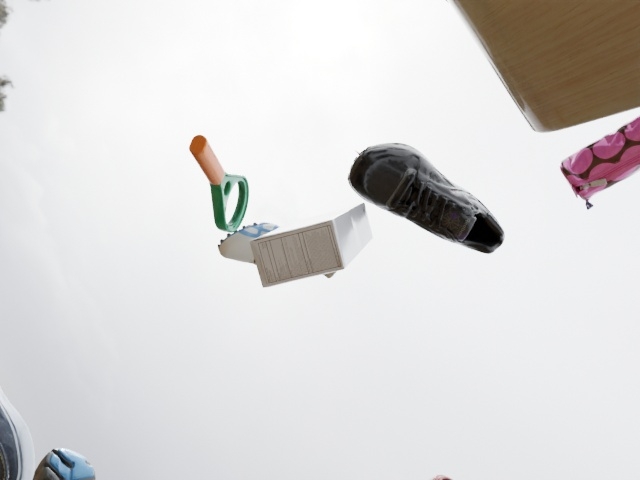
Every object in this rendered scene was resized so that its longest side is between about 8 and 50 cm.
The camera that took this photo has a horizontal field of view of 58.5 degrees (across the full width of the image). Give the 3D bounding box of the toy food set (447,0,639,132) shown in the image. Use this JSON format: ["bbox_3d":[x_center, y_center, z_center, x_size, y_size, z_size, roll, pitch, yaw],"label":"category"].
[{"bbox_3d":[0.146,-0.180,0.222,0.219,0.092,0.306,52,-24,-14],"label":"toy food set"}]

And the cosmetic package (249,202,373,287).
[{"bbox_3d":[0.000,0.000,0.724,0.099,0.239,0.060,-12,-85,15],"label":"cosmetic package"}]

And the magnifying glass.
[{"bbox_3d":[-0.145,-0.082,0.832,0.026,0.092,0.231,15,-19,10],"label":"magnifying glass"}]

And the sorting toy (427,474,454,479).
[{"bbox_3d":[0.107,0.244,0.486,0.061,0.102,0.042,33,-80,15],"label":"sorting toy"}]

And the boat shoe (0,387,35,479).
[{"bbox_3d":[-0.347,0.168,0.543,0.065,0.083,0.183,-30,-97,12],"label":"boat shoe"}]

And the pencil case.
[{"bbox_3d":[0.501,-0.143,0.924,0.209,0.098,0.095,-37,-91,34],"label":"pencil case"}]

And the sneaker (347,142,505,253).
[{"bbox_3d":[0.177,-0.060,0.876,0.107,0.283,0.124,-61,-148,15],"label":"sneaker"}]

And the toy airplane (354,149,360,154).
[{"bbox_3d":[0.148,-0.159,1.272,0.151,0.151,0.028,26,-84,44],"label":"toy airplane"}]

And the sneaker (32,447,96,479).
[{"bbox_3d":[-0.420,0.489,0.872,0.139,0.125,0.341,-50,-153,10],"label":"sneaker"}]

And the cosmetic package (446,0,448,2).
[{"bbox_3d":[0.347,-0.636,1.274,0.151,0.184,0.151,48,-32,13],"label":"cosmetic package"}]

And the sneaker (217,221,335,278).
[{"bbox_3d":[-0.069,0.024,1.038,0.085,0.237,0.086,-56,-140,39],"label":"sneaker"}]
